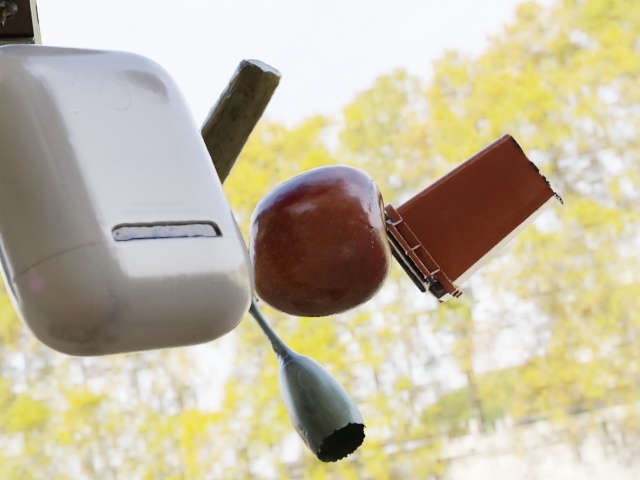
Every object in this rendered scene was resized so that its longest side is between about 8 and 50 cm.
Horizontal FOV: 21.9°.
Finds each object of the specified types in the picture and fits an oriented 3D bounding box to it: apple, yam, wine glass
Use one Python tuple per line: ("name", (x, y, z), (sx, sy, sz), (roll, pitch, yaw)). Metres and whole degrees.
("apple", (0.000, 0.000, 1.948), (0.168, 0.181, 0.181), (-4, -13, 6))
("yam", (-0.172, -0.100, 2.422), (0.083, 0.083, 0.371), (11, -65, -56))
("wine glass", (-0.064, 0.238, 2.434), (0.096, 0.309, 0.264), (-13, -39, -31))

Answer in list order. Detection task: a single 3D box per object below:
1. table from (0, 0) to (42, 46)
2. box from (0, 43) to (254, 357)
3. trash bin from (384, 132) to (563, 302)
("table", (-0.424, -0.218, 2.123), (0.121, 0.111, 0.240), (-1, -57, 2))
("box", (-0.226, -0.046, 1.735), (0.288, 0.349, 0.141), (-2, -26, -48))
("trash bin", (0.208, -0.036, 2.319), (0.238, 0.161, 0.184), (-38, -9, 7))
